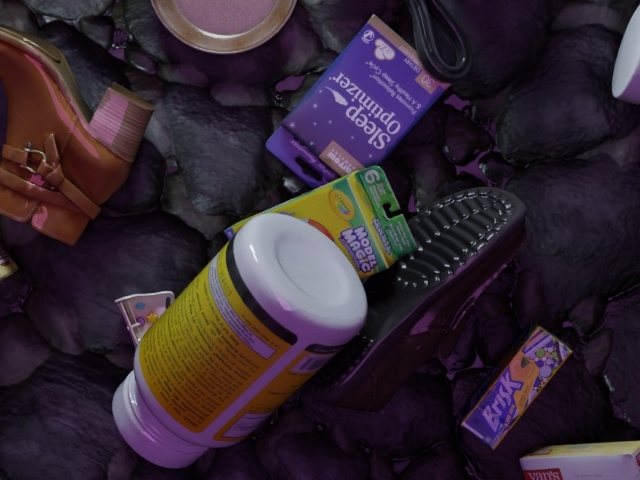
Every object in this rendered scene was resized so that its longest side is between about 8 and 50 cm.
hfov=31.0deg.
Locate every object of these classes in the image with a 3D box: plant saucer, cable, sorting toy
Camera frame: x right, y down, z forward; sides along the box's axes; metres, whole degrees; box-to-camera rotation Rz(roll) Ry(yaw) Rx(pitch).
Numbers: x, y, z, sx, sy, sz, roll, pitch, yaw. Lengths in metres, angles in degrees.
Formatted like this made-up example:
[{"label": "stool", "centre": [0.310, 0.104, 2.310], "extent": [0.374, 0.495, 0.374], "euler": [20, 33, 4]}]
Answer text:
[{"label": "plant saucer", "centre": [-0.124, -0.339, 1.494], "extent": [0.199, 0.036, 0.198], "euler": [0, 95, 2]}, {"label": "cable", "centre": [0.102, -0.333, 1.482], "extent": [0.287, 0.072, 0.139], "euler": [48, 64, -12]}, {"label": "sorting toy", "centre": [-0.224, 0.104, 1.545], "extent": [0.075, 0.045, 0.083], "euler": [-21, 95, -3]}]

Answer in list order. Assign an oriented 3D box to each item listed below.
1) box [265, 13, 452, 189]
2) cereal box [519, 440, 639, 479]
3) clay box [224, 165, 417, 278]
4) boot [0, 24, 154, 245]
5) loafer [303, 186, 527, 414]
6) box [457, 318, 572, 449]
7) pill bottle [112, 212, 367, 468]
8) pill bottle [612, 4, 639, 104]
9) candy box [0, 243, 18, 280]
[{"label": "box", "centre": [0.047, -0.164, 1.508], "extent": [0.136, 0.036, 0.225], "euler": [41, 97, -3]}, {"label": "cereal box", "centre": [0.373, 0.381, 1.504], "extent": [0.173, 0.047, 0.240], "euler": [-15, 97, 43]}, {"label": "clay box", "centre": [0.000, 0.000, 1.483], "extent": [0.222, 0.053, 0.127], "euler": [-23, 95, 26]}, {"label": "boot", "centre": [-0.381, -0.143, 1.502], "extent": [0.284, 0.109, 0.220], "euler": [30, 100, -9]}, {"label": "loafer", "centre": [0.132, 0.081, 1.504], "extent": [0.366, 0.134, 0.130], "euler": [-44, 130, 4]}, {"label": "box", "centre": [0.255, 0.190, 1.530], "extent": [0.059, 0.054, 0.169], "euler": [37, 96, -3]}, {"label": "pill bottle", "centre": [-0.112, 0.135, 1.434], "extent": [0.188, 0.188, 0.334], "euler": [43, 118, -3]}, {"label": "pill bottle", "centre": [0.509, -0.203, 1.429], "extent": [0.265, 0.153, 0.153], "euler": [15, 96, 1]}, {"label": "candy box", "centre": [-0.572, -0.030, 1.516], "extent": [0.183, 0.087, 0.316], "euler": [-36, 94, 5]}]
